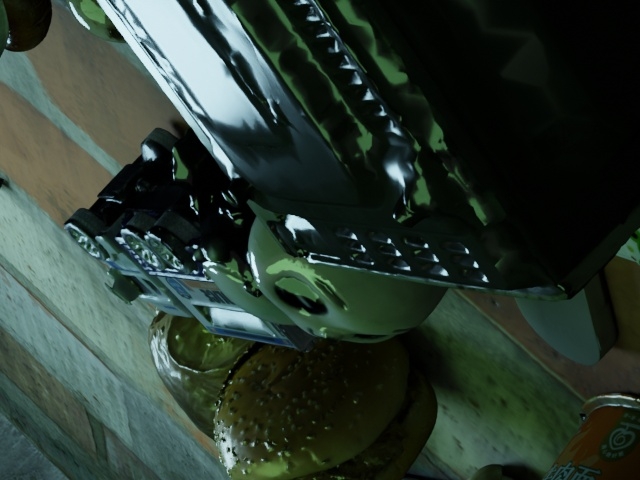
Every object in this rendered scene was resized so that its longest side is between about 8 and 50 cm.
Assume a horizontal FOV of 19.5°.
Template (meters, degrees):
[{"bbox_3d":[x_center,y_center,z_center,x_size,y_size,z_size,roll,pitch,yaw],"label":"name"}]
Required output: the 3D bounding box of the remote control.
[{"bbox_3d":[0.135,-0.007,1.140,0.077,0.022,0.245,34,157,39],"label":"remote control"}]

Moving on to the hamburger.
[{"bbox_3d":[-0.003,0.146,1.491,0.182,0.191,0.118,-17,127,37],"label":"hamburger"}]

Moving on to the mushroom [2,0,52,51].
[{"bbox_3d":[-0.262,-0.206,1.507,0.126,0.085,0.109,110,151,-72],"label":"mushroom"}]

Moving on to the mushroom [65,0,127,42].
[{"bbox_3d":[-0.137,-0.183,1.315,0.085,0.085,0.079,48,-164,-4],"label":"mushroom"}]

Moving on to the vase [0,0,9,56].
[{"bbox_3d":[-0.396,-0.239,1.405,0.445,0.250,0.250,49,168,42],"label":"vase"}]

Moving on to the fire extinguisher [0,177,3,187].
[{"bbox_3d":[-0.425,-0.083,2.175,0.177,0.050,0.062,30,117,38],"label":"fire extinguisher"}]

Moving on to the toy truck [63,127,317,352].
[{"bbox_3d":[-0.084,0.002,1.481,0.155,0.124,0.268,48,161,-21],"label":"toy truck"}]

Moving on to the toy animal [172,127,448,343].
[{"bbox_3d":[0.000,0.000,1.254,0.166,0.138,0.179,22,-177,-41],"label":"toy animal"}]

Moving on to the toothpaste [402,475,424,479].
[{"bbox_3d":[0.098,0.251,1.714,0.089,0.057,0.234,50,168,-5],"label":"toothpaste"}]

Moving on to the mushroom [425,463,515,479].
[{"bbox_3d":[0.111,0.252,1.519,0.122,0.154,0.154,38,161,5],"label":"mushroom"}]

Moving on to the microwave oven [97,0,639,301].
[{"bbox_3d":[0.001,-0.167,0.797,0.355,0.218,0.286,54,161,-21],"label":"microwave oven"}]

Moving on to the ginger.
[{"bbox_3d":[-0.056,0.148,1.715,0.219,0.123,0.270,21,149,48],"label":"ginger"}]

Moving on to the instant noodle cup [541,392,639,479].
[{"bbox_3d":[0.208,0.245,1.248,0.230,0.182,0.230,40,160,17],"label":"instant noodle cup"}]

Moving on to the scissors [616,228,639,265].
[{"bbox_3d":[0.187,-0.001,0.997,0.204,0.027,0.101,19,146,41],"label":"scissors"}]
